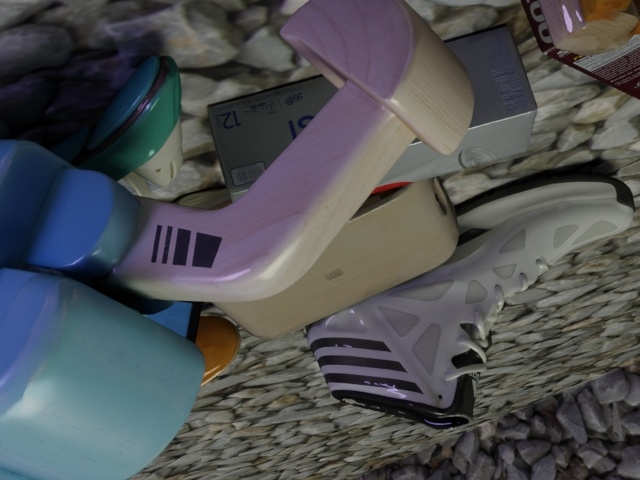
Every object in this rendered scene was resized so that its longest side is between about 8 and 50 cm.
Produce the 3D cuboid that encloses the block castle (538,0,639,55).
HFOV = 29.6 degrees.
[{"bbox_3d":[0.320,-0.290,0.660,0.453,0.212,0.303,-13,164,-4],"label":"block castle"}]

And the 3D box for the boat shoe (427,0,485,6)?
[{"bbox_3d":[0.034,-0.222,0.758,0.302,0.109,0.094,3,126,-50],"label":"boat shoe"}]

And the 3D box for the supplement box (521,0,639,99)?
[{"bbox_3d":[0.230,-0.191,0.943,0.073,0.130,0.239,-28,160,30],"label":"supplement box"}]

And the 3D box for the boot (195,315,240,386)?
[{"bbox_3d":[-0.258,0.141,1.511,0.295,0.104,0.211,-18,157,2],"label":"boot"}]

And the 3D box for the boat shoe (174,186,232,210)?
[{"bbox_3d":[-0.082,-0.035,1.257,0.135,0.045,0.050,-17,161,1],"label":"boat shoe"}]

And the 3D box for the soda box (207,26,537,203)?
[{"bbox_3d":[0.048,-0.101,1.113,0.286,0.091,0.098,-15,161,-3],"label":"soda box"}]

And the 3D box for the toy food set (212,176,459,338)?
[{"bbox_3d":[0.000,0.000,1.382,0.306,0.092,0.220,-25,155,7],"label":"toy food set"}]

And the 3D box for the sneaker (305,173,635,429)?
[{"bbox_3d":[0.204,0.093,1.513,0.448,0.257,0.169,-18,160,4],"label":"sneaker"}]

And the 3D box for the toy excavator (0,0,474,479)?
[{"bbox_3d":[-0.138,0.030,0.868,0.445,0.432,0.222,9,161,40],"label":"toy excavator"}]

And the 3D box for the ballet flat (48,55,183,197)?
[{"bbox_3d":[-0.166,-0.073,1.019,0.087,0.083,0.247,35,139,-23],"label":"ballet flat"}]

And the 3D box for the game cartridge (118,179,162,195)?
[{"bbox_3d":[-0.182,-0.063,1.148,0.056,0.017,0.083,-17,161,11],"label":"game cartridge"}]

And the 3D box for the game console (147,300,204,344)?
[{"bbox_3d":[-0.167,0.083,1.448,0.124,0.085,0.144,-27,158,28],"label":"game console"}]
